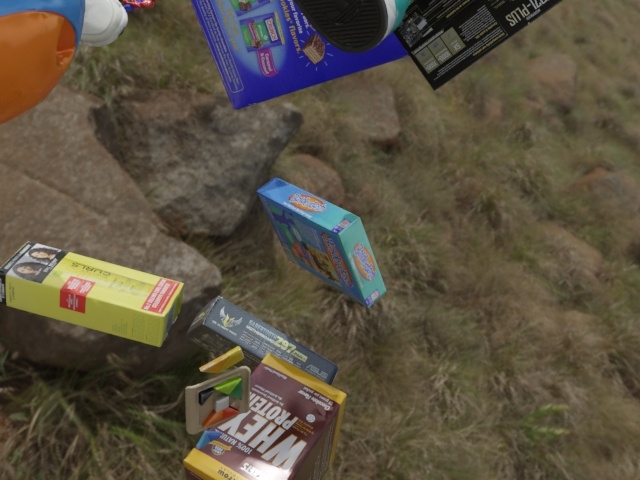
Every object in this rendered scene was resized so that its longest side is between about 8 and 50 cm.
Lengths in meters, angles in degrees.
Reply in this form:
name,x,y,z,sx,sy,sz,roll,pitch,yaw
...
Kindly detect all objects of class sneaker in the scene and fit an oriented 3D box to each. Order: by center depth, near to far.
name,x,y,z,sx,sy,sz,roll,pitch,yaw
sneaker,0.011,-0.350,0.686,0.295,0.124,0.178,56,42,-12
sneaker,-0.453,-0.417,1.094,0.292,0.110,0.118,32,3,3

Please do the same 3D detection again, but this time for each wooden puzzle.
name,x,y,z,sx,sy,sz,roll,pitch,yaw
wooden puzzle,-0.108,0.171,0.715,0.079,0.116,0.014,-20,38,-26

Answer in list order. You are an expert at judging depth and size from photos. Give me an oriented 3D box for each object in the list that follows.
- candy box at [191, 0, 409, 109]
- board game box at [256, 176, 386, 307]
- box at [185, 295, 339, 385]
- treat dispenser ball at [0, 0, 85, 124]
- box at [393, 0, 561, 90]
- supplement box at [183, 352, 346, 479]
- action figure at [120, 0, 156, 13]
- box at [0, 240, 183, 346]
name,x,y,z,sx,sy,sz,roll,pitch,yaw
candy box,-0.026,-0.380,1.034,0.122,0.317,0.268,-86,160,-61
board game box,0.000,0.000,1.065,0.047,0.160,0.210,-40,42,-20
box,-0.104,0.187,1.136,0.233,0.183,0.059,31,68,-9
treat dispenser ball,-0.386,-0.250,0.666,0.288,0.288,0.288,28,35,-22
box,0.172,-0.292,0.784,0.147,0.180,0.077,53,35,-6
supplement box,-0.074,0.303,0.928,0.129,0.191,0.194,25,48,18
action figure,-0.352,-0.439,1.256,0.038,0.115,0.030,-41,121,-64
box,-0.314,0.073,0.926,0.232,0.058,0.087,16,32,2
